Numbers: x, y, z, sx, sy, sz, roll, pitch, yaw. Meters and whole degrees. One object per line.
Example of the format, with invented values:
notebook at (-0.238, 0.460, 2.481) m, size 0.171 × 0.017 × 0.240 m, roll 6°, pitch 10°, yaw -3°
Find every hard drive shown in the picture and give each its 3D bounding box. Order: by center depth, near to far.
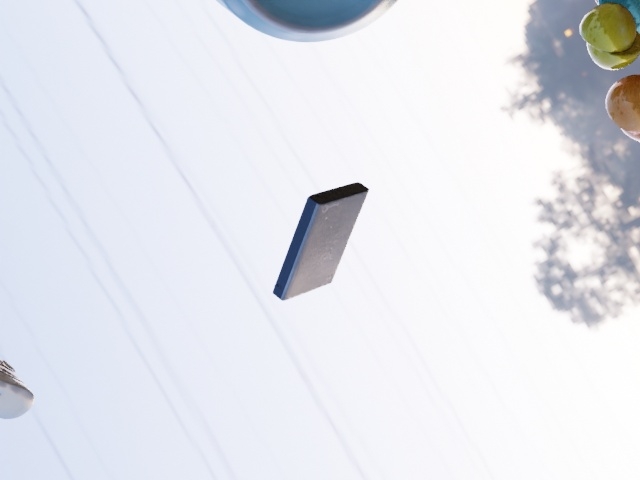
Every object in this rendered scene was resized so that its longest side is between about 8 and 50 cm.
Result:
hard drive at (0.000, 0.000, 1.305) m, size 0.022 × 0.135 × 0.094 m, roll 37°, pitch -147°, yaw 27°

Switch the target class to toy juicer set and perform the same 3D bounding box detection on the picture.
toy juicer set at (0.295, -0.249, 1.126) m, size 0.209 × 0.090 × 0.329 m, roll -28°, pitch -72°, yaw -46°

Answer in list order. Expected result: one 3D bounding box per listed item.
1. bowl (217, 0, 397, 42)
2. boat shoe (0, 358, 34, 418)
bowl at (-0.013, -0.332, 1.198) m, size 0.311 × 0.312 × 0.163 m, roll 43°, pitch -157°, yaw -37°
boat shoe at (-0.480, 0.178, 1.553) m, size 0.070 × 0.078 × 0.219 m, roll 48°, pitch 178°, yaw 36°
